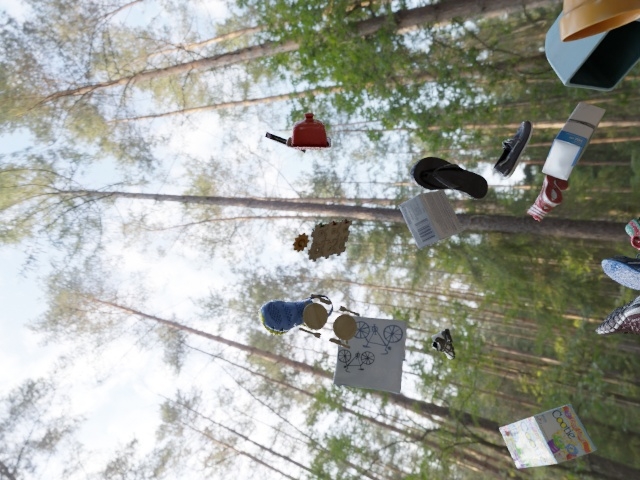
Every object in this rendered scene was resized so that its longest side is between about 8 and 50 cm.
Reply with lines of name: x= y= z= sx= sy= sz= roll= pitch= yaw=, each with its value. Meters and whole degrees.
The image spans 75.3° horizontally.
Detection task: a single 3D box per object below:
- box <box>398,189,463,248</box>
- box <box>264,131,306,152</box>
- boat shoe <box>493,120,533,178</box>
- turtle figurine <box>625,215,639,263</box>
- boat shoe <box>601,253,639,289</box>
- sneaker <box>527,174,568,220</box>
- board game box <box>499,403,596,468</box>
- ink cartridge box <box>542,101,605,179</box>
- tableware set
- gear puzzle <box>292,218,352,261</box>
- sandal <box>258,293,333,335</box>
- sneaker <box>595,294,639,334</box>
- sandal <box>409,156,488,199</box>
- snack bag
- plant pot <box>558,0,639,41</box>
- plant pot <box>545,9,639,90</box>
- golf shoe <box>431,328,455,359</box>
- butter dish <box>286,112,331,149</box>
box: x=0.287 y=-0.057 z=1.073 sx=0.137 sy=0.072 sz=0.126 roll=-14 pitch=-102 yaw=-47
box: x=-0.150 y=-0.429 z=1.819 sx=0.029 sy=0.162 sz=0.116 roll=-68 pitch=-11 yaw=8
boat shoe: x=0.627 y=-0.306 z=1.354 sx=0.075 sy=0.065 sz=0.206 roll=87 pitch=-153 yaw=-86
turtle figurine: x=0.776 y=-0.045 z=0.908 sx=0.175 sy=0.234 sz=0.118 roll=64 pitch=-163 yaw=-15
boat shoe: x=1.001 y=0.104 z=1.262 sx=0.089 sy=0.258 sz=0.109 roll=-31 pitch=-64 yaw=-10
sneaker: x=0.780 y=-0.151 z=1.451 sx=0.221 sy=0.087 sz=0.128 roll=-38 pitch=-16 yaw=-42
board game box: x=0.748 y=0.663 z=1.394 sx=0.275 sy=0.142 sz=0.144 roll=94 pitch=161 yaw=-58
ink cartridge box: x=0.769 y=-0.303 z=1.264 sx=0.190 sy=0.082 sz=0.139 roll=-48 pitch=-30 yaw=-21
tableware set: x=0.028 y=0.270 z=1.370 sx=0.194 sy=0.039 sz=0.128 roll=24 pitch=-109 yaw=-13
gear puzzle: x=0.000 y=0.000 z=1.753 sx=0.339 sy=0.044 sz=0.175 roll=-11 pitch=-60 yaw=-46
sandal: x=-0.073 y=0.241 z=1.427 sx=0.317 sy=0.138 sz=0.126 roll=4 pitch=-128 yaw=-49
sneaker: x=0.944 y=0.267 z=1.215 sx=0.106 sy=0.162 sz=0.281 roll=-41 pitch=-25 yaw=-10
sandal: x=0.380 y=-0.185 z=1.200 sx=0.255 sy=0.054 sz=0.097 roll=9 pitch=-94 yaw=-15
snack bag: x=0.234 y=0.520 z=1.918 sx=0.037 sy=0.323 sz=0.342 roll=70 pitch=-155 yaw=-62
plant pot: x=0.733 y=-0.658 z=1.088 sx=0.205 sy=0.205 sz=0.187 roll=-23 pitch=-79 yaw=-48
plant pot: x=0.945 y=-0.708 z=1.440 sx=0.248 sy=0.247 sz=0.252 roll=-3 pitch=-125 yaw=-22
golf shoe: x=0.549 y=0.471 z=1.864 sx=0.077 sy=0.094 sz=0.198 roll=-95 pitch=-16 yaw=-54
butter dish: x=-0.040 y=-0.390 z=1.462 sx=0.160 sy=0.160 sz=0.118 roll=-89 pitch=0 yaw=-64
